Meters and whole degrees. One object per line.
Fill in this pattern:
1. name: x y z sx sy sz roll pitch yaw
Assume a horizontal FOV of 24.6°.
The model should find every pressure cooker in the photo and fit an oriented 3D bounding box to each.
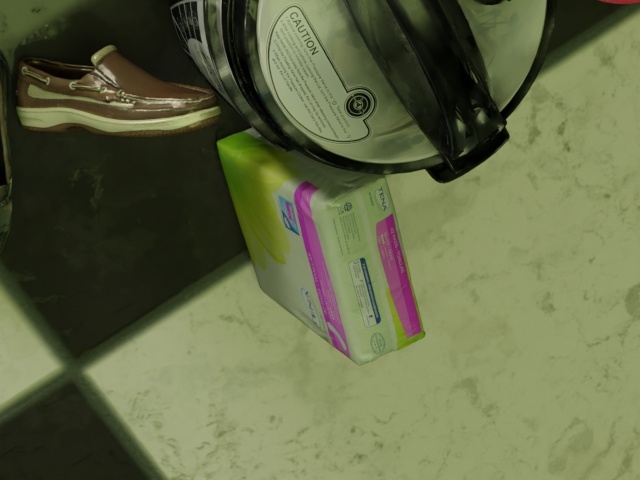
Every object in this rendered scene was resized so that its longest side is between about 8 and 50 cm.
1. pressure cooker: 0.048 -0.276 1.582 0.370 0.420 0.375 11 109 -23

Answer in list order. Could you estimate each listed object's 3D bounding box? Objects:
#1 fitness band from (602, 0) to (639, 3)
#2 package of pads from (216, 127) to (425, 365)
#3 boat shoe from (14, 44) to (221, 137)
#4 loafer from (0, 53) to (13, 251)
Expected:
1. fitness band: 0.392 -0.442 1.834 0.209 0.054 0.291 7 109 -18
2. package of pads: 0.000 0.000 1.755 0.101 0.296 0.229 -25 118 -19
3. boat shoe: -0.237 -0.172 1.661 0.257 0.095 0.095 2 109 19
4. loafer: -0.402 -0.087 1.705 0.096 0.084 0.267 -1 113 -18
